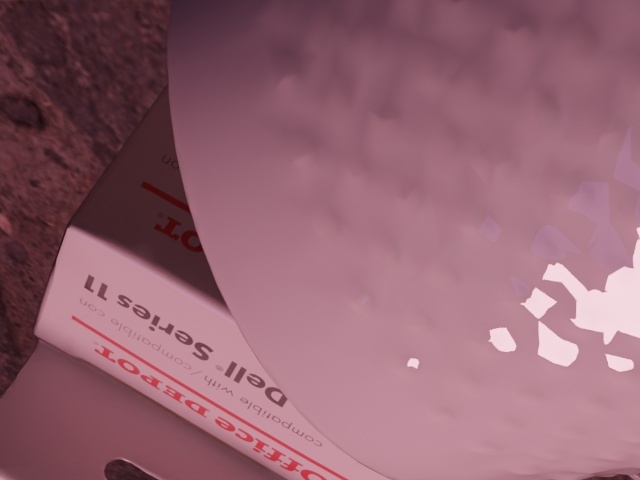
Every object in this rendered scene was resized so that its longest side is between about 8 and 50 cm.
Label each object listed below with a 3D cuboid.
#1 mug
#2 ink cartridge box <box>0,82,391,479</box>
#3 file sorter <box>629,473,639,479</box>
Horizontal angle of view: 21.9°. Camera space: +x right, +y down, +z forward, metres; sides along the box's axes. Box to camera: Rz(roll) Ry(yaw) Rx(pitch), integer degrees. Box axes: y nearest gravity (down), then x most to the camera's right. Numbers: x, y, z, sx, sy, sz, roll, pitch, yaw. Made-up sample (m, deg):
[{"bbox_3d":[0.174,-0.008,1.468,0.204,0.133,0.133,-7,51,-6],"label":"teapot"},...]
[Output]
[{"bbox_3d":[0.127,-0.092,0.531,0.328,0.276,0.374,-16,140,40],"label":"mug"},{"bbox_3d":[0.000,0.000,0.831,0.207,0.353,0.119,30,145,0],"label":"ink cartridge box"},{"bbox_3d":[0.172,0.191,1.011,0.173,0.277,0.193,39,144,-8],"label":"file sorter"}]
